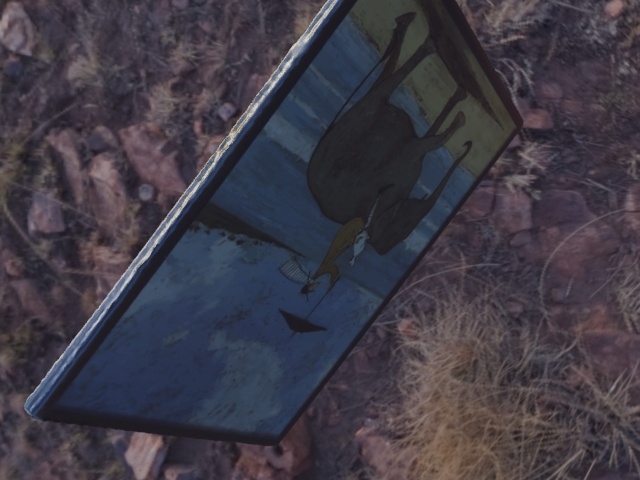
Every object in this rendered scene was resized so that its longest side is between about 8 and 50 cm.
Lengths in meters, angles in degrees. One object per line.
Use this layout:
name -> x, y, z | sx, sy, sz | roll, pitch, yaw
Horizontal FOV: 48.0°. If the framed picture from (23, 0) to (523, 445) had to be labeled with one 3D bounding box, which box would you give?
framed picture -> 0.000, 0.000, 0.496 | 0.016, 0.265, 0.347 | 40, 94, 34
